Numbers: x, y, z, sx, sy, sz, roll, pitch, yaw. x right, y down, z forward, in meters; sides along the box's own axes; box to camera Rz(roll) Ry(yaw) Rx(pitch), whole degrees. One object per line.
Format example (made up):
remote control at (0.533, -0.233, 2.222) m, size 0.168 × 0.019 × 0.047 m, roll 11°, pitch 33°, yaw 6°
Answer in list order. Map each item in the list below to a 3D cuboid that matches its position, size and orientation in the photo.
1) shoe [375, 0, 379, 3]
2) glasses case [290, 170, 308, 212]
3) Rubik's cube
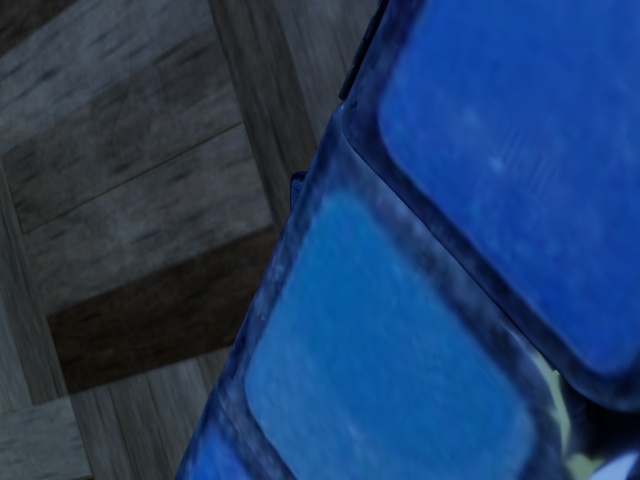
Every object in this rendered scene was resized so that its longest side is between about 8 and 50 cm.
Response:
shoe at (0.058, -0.260, 0.628) m, size 0.171 × 0.198 × 0.351 m, roll 1°, pitch 101°, yaw 7°
glasses case at (0.000, 0.000, 0.940) m, size 0.033 × 0.023 × 0.083 m, roll 16°, pitch 115°, yaw 43°
Rubik's cube at (0.200, 0.085, 0.443) m, size 0.362 × 0.363 × 0.359 m, roll 48°, pitch 133°, yaw 29°
